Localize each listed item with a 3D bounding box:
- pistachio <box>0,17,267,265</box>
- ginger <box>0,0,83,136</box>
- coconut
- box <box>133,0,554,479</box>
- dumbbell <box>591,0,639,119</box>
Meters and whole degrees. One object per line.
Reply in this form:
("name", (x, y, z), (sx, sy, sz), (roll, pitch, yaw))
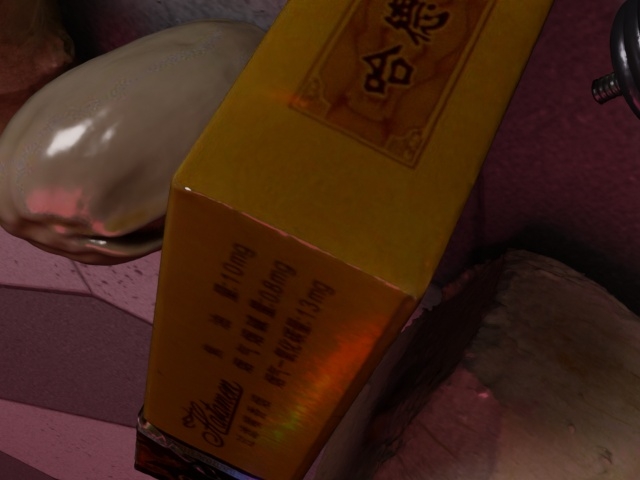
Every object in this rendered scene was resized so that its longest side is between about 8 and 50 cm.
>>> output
("pistachio", (-0.119, -0.068, 0.660), (0.144, 0.215, 0.144), (43, 156, 25))
("ginger", (-0.281, -0.161, 0.689), (0.236, 0.166, 0.375), (9, 141, 6))
("coconut", (0.153, 0.179, 0.738), (0.255, 0.297, 0.297), (33, 150, -4))
("box", (0.000, 0.000, 0.603), (0.116, 0.264, 0.415), (26, 151, 1))
("dumbbell", (0.208, -0.102, 0.440), (0.099, 0.099, 0.208), (41, 147, -21))
